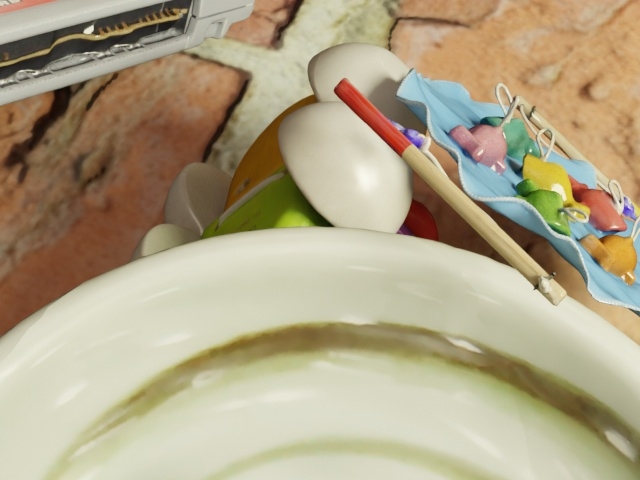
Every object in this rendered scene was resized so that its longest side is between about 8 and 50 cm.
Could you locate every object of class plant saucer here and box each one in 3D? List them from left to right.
[{"bbox_3d":[0.001,0.193,0.580,0.400,0.100,0.401,2,65,-4],"label":"plant saucer"}]

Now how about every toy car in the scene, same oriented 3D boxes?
[{"bbox_3d":[0.000,0.000,0.730,0.136,0.159,0.182,46,25,-15],"label":"toy car"}]

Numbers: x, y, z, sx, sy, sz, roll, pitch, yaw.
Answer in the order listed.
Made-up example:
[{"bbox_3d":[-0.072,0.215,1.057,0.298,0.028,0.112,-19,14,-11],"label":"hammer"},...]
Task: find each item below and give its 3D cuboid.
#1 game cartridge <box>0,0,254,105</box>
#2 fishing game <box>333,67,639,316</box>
[{"bbox_3d":[-0.202,-0.158,0.832,0.196,0.060,0.294,32,36,26],"label":"game cartridge"},{"bbox_3d":[0.118,-0.028,0.694,0.189,0.264,0.041,47,111,20],"label":"fishing game"}]
